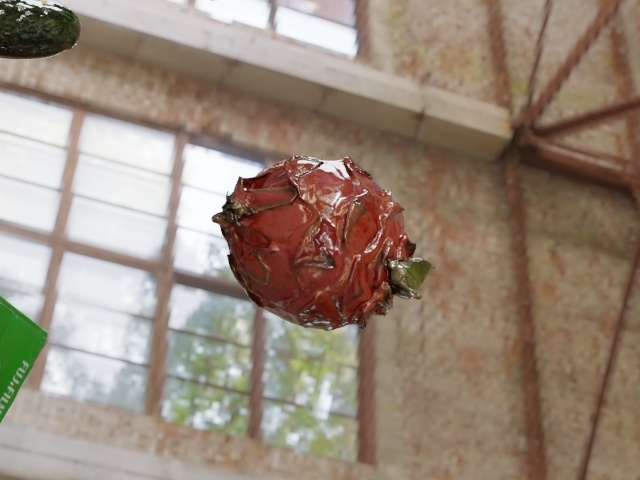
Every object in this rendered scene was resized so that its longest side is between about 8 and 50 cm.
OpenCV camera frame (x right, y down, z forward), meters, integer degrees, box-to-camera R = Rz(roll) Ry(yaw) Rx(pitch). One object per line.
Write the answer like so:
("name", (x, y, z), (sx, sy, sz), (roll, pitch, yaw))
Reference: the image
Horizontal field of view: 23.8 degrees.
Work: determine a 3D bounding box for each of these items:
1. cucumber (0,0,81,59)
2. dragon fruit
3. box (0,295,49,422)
("cucumber", (-0.344, -0.215, 1.487), (0.074, 0.241, 0.074), (-9, -101, 52))
("dragon fruit", (0.000, 0.000, 1.469), (0.172, 0.209, 0.172), (-60, -173, 12))
("box", (-0.366, 0.117, 1.335), (0.250, 0.103, 0.180), (3, -121, 48))
